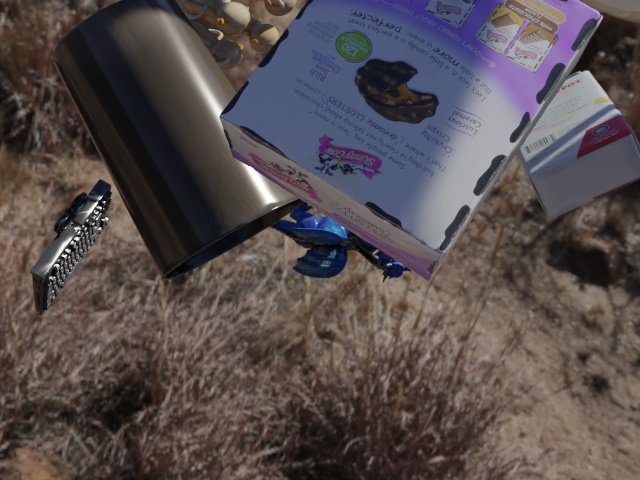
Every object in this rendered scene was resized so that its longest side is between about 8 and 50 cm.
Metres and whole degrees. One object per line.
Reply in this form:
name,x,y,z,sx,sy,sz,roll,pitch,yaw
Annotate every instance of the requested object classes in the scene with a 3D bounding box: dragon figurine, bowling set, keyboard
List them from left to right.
keyboard,-0.299,-0.002,1.036,0.023,0.108,0.180,16,43,4
bowling set,-0.117,-0.293,1.161,0.154,0.199,0.287,32,43,14
dragon figurine,0.000,0.000,1.314,0.289,0.085,0.144,1,32,2

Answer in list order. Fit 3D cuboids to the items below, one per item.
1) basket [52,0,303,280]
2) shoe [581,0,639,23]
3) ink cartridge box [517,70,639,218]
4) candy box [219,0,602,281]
basket,-0.135,-0.098,0.785,0.226,0.154,0.204,60,-4,0
shoe,0.222,-0.226,0.681,0.219,0.076,0.058,19,27,-10
ink cartridge box,0.310,-0.123,1.058,0.128,0.072,0.175,-25,31,15
candy box,0.058,-0.100,0.562,0.165,0.070,0.196,33,77,10
